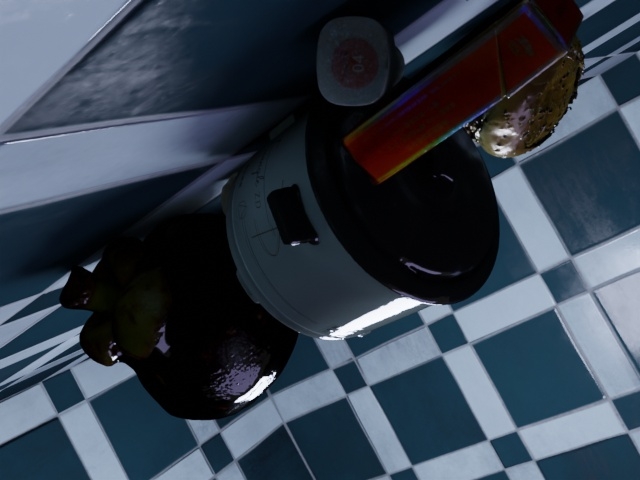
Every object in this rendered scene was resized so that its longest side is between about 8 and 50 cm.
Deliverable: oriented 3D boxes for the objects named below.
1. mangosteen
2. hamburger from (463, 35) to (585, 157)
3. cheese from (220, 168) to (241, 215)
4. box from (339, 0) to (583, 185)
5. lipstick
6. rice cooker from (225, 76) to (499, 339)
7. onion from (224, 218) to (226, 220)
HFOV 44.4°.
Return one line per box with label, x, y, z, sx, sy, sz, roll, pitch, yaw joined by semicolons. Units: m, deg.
mangosteen;-0.167;0.085;0.974;0.233;0.287;0.287;-39;176;6
hamburger;0.233;-0.173;0.914;0.177;0.113;0.185;-50;148;-27
cheese;-0.005;-0.012;0.980;0.071;0.163;0.249;-50;147;20
box;0.107;-0.120;0.590;0.175;0.048;0.112;-34;-171;35
lipstick;0.041;-0.144;0.646;0.057;0.063;0.186;4;-169;12
rice cooker;0.047;-0.034;0.776;0.280;0.241;0.227;-11;167;-42
onion;-0.097;0.059;1.255;0.140;0.218;0.195;-26;176;-18
